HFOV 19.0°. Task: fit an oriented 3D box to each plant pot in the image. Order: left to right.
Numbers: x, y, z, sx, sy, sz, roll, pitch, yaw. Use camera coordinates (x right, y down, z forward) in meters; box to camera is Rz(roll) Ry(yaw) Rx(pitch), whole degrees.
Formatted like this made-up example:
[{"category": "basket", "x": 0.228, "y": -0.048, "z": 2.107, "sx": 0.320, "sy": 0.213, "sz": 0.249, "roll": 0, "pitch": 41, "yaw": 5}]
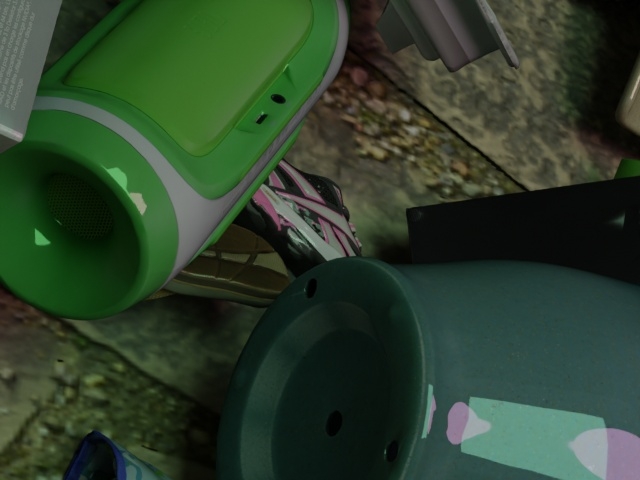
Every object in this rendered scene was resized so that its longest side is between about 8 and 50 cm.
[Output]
[{"category": "plant pot", "x": 0.090, "y": 0.126, "z": 1.089, "sx": 0.255, "sy": 0.272, "sz": 0.271, "roll": 20, "pitch": 64, "yaw": -34}]

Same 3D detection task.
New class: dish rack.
[{"category": "dish rack", "x": 0.002, "y": -0.258, "z": 1.162, "sx": 0.333, "sy": 0.072, "sz": 0.285, "roll": 52, "pitch": 12, "yaw": -57}]

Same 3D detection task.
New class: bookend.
[{"category": "bookend", "x": 0.145, "y": 0.019, "z": 1.291, "sx": 0.157, "sy": 0.156, "sz": 0.072, "roll": -8, "pitch": 76, "yaw": 5}]

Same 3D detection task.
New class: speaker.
[{"category": "speaker", "x": -0.082, "y": -0.078, "z": 1.086, "sx": 0.131, "sy": 0.131, "sz": 0.296, "roll": 52, "pitch": 36, "yaw": -12}]

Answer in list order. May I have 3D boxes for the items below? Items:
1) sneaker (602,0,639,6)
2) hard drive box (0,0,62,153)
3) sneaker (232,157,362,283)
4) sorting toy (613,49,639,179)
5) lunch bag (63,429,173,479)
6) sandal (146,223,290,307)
[{"category": "sneaker", "x": 0.264, "y": -0.221, "z": 1.477, "sx": 0.208, "sy": 0.081, "sz": 0.094, "roll": 22, "pitch": 50, "yaw": -37}, {"category": "hard drive box", "x": -0.276, "y": -0.108, "z": 0.944, "sx": 0.232, "sy": 0.181, "sz": 0.089, "roll": 26, "pitch": 62, "yaw": -28}, {"category": "sneaker", "x": 0.000, "y": 0.000, "z": 1.199, "sx": 0.178, "sy": 0.072, "sz": 0.077, "roll": 50, "pitch": 46, "yaw": -18}, {"category": "sorting toy", "x": 0.321, "y": -0.135, "z": 1.429, "sx": 0.196, "sy": 0.047, "sz": 0.347, "roll": 28, "pitch": 80, "yaw": -35}, {"category": "lunch bag", "x": -0.089, "y": 0.185, "z": 1.052, "sx": 0.129, "sy": 0.096, "sz": 0.151, "roll": 40, "pitch": 25, "yaw": -22}, {"category": "sandal", "x": -0.104, "y": 0.007, "z": 1.123, "sx": 0.180, "sy": 0.049, "sz": 0.072, "roll": 20, "pitch": 38, "yaw": -23}]
